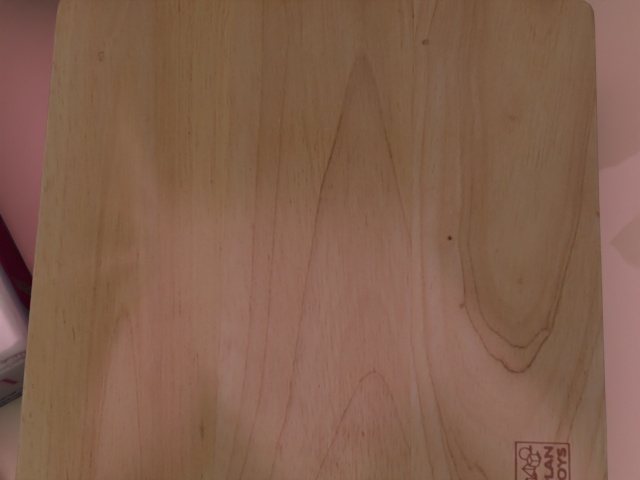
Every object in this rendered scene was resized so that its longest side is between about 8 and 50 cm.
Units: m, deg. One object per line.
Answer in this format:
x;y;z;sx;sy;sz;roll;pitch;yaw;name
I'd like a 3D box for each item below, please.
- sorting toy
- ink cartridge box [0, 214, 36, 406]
0.000;0.000;0.373;0.132;0.046;0.274;1;73;1;sorting toy
-0.218;-0.060;0.401;0.186;0.065;0.311;-28;84;-2;ink cartridge box
